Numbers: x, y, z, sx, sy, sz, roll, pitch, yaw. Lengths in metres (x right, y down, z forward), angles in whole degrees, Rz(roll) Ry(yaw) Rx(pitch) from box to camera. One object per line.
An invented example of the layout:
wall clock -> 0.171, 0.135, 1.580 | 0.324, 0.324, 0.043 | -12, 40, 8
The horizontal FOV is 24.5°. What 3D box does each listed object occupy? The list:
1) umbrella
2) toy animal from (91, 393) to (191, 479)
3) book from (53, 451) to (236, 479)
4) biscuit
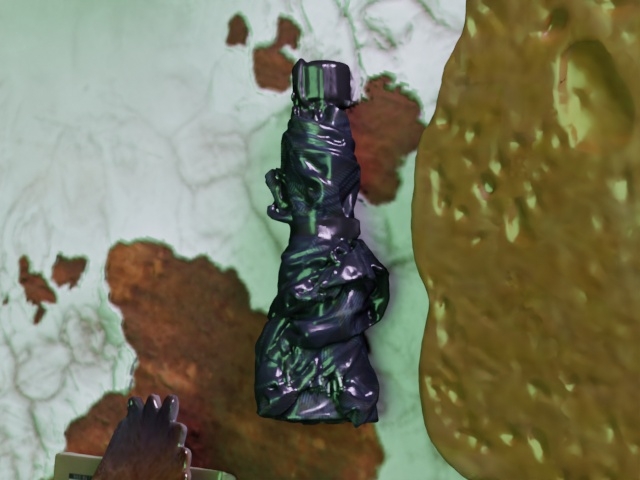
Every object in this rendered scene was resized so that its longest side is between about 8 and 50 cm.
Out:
umbrella -> 0.002, 0.000, 0.886 | 0.080, 0.071, 0.224 | 1, 82, 1
toy animal -> -0.048, 0.268, 0.867 | 0.284, 0.225, 0.302 | 11, 108, 12
book -> -0.122, 0.243, 0.965 | 0.138, 0.016, 0.198 | 2, 88, 28
biscuit -> 0.186, 0.003, 0.766 | 0.312, 0.057, 0.351 | -3, 95, 34
